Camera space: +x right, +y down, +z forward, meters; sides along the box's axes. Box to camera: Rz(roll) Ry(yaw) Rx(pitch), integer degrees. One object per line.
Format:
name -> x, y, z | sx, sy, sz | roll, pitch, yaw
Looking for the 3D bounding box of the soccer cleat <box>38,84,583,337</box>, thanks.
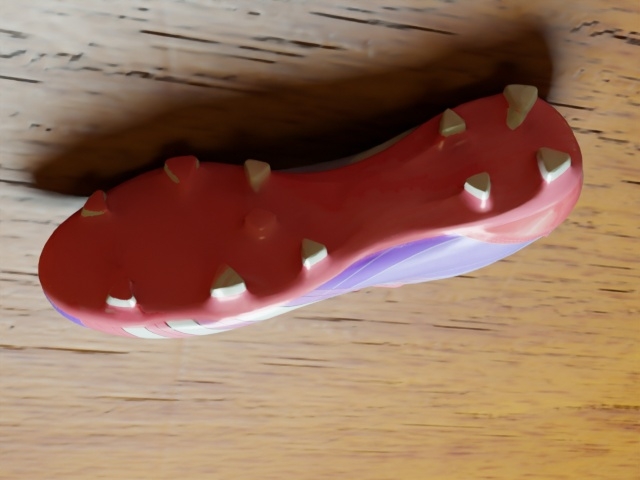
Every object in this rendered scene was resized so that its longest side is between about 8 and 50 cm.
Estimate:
soccer cleat -> 0.000, 0.000, 0.883 | 0.248, 0.083, 0.095 | -17, 152, -8
